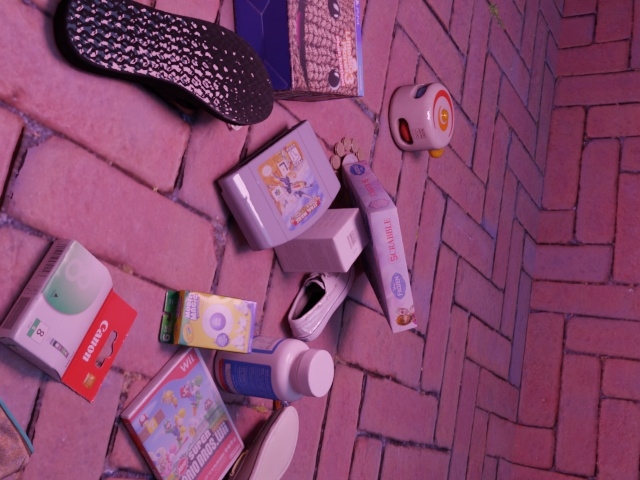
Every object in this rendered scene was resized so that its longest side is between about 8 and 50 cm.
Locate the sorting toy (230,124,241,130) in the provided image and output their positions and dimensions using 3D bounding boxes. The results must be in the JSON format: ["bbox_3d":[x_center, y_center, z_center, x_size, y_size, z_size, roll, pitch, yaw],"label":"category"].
[{"bbox_3d":[-0.169,-0.268,1.523,0.083,0.044,0.075,52,56,-45],"label":"sorting toy"}]

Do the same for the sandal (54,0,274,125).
[{"bbox_3d":[-0.267,-0.323,1.332,0.445,0.107,0.168,15,79,-43],"label":"sandal"}]

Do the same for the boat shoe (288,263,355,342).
[{"bbox_3d":[0.004,0.116,1.748,0.258,0.095,0.084,-63,143,-36],"label":"boat shoe"}]

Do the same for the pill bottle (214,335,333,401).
[{"bbox_3d":[-0.090,0.256,1.487,0.124,0.221,0.124,-3,94,-57],"label":"pill bottle"}]

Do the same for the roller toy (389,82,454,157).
[{"bbox_3d":[0.300,-0.353,2.147,0.191,0.146,0.210,13,80,-56],"label":"roller toy"}]

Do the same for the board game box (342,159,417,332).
[{"bbox_3d":[0.140,0.006,1.802,0.318,0.065,0.319,-110,-174,-62],"label":"board game box"}]

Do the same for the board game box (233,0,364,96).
[{"bbox_3d":[-0.040,-0.428,1.624,0.291,0.141,0.232,-13,102,-56],"label":"board game box"}]

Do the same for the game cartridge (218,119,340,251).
[{"bbox_3d":[-0.075,-0.113,1.604,0.297,0.062,0.198,-44,109,-41],"label":"game cartridge"}]

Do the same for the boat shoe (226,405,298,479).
[{"bbox_3d":[-0.136,0.477,1.543,0.109,0.091,0.305,57,45,-39],"label":"boat shoe"}]

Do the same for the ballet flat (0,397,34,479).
[{"bbox_3d":[-0.486,0.205,0.989,0.106,0.107,0.316,-36,120,-36],"label":"ballet flat"}]

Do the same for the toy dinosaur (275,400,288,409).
[{"bbox_3d":[-0.087,0.349,1.665,0.090,0.047,0.082,-37,103,-39],"label":"toy dinosaur"}]

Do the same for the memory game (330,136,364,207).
[{"bbox_3d":[0.075,-0.176,1.926,0.186,0.012,0.186,-2,92,-57],"label":"memory game"}]

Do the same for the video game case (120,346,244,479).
[{"bbox_3d":[-0.253,0.366,1.420,0.204,0.025,0.285,-50,130,-44],"label":"video game case"}]

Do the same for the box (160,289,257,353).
[{"bbox_3d":[-0.211,0.154,1.413,0.179,0.043,0.105,12,76,-30],"label":"box"}]

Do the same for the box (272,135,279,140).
[{"bbox_3d":[-0.081,-0.189,1.679,0.083,0.018,0.067,21,73,-55],"label":"box"}]

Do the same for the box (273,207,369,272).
[{"bbox_3d":[0.000,0.000,1.668,0.130,0.170,0.091,-50,129,-44],"label":"box"}]

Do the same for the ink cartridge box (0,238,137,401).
[{"bbox_3d":[-0.381,0.134,1.192,0.225,0.056,0.181,52,49,-42],"label":"ink cartridge box"}]
